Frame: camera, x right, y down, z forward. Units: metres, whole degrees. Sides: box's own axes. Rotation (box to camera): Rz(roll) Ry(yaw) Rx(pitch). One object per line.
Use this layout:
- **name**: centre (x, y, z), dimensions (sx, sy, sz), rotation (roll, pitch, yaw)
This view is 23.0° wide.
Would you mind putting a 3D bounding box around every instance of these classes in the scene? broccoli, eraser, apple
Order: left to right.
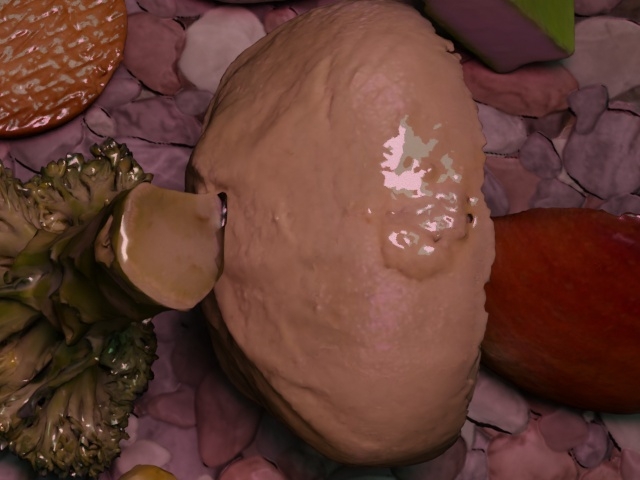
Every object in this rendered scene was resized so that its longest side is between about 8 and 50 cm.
- **broccoli**: centre (-0.176, 0.051, 1.146), dimensions (0.221, 0.361, 0.252), rotation (37, 85, -16)
- **eraser**: centre (0.156, -0.315, 1.427), dimensions (0.092, 0.210, 0.274), rotation (-8, 69, 31)
- **apple**: centre (0.263, 0.042, 1.311), dimensions (0.346, 0.254, 0.179), rotation (4, 39, -19)

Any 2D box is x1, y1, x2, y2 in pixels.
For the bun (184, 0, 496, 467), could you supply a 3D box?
- **bun**: centre (-0.003, -0.002, 1.213), dimensions (0.202, 0.364, 0.364), rotation (-6, 72, -12)

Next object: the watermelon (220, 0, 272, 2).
- **watermelon**: centre (-0.011, -0.327, 1.399), dimensions (0.322, 0.188, 0.175), rotation (-36, 80, -19)

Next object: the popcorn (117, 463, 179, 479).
- **popcorn**: centre (-0.133, 0.309, 1.104), dimensions (0.276, 0.276, 0.225), rotation (-25, 48, -19)

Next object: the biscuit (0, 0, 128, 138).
- **biscuit**: centre (-0.258, -0.160, 1.369), dimensions (0.224, 0.033, 0.144), rotation (-32, 82, -20)
